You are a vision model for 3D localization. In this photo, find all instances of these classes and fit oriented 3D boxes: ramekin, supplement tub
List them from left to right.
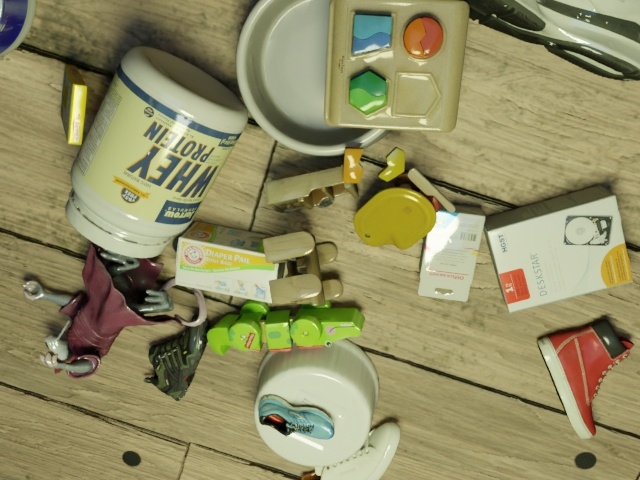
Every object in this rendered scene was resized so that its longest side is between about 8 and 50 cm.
[{"bbox_3d":[-0.304,-0.154,1.067,0.236,0.235,0.324,32,110,-5],"label":"supplement tub"},{"bbox_3d":[-0.013,0.350,1.268,0.278,0.135,0.277,2,110,6],"label":"ramekin"}]

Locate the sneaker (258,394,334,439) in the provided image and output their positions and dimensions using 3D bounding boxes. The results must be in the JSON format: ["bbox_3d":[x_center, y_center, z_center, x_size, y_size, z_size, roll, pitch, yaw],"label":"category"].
[{"bbox_3d":[-0.052,0.370,1.167,0.162,0.073,0.063,17,110,0],"label":"sneaker"}]

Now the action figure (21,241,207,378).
[{"bbox_3d":[-0.467,0.161,1.261,0.276,0.248,0.370,11,134,-43],"label":"action figure"}]

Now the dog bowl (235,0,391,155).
[{"bbox_3d":[0.009,-0.312,1.049,0.349,0.102,0.348,2,110,6],"label":"dog bowl"}]

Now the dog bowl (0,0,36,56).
[{"bbox_3d":[-0.671,-0.463,1.065,0.265,0.104,0.264,2,109,5],"label":"dog bowl"}]

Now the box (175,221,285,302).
[{"bbox_3d":[-0.178,0.042,1.187,0.203,0.114,0.103,11,110,3],"label":"box"}]

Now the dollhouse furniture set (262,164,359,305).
[{"bbox_3d":[0.000,0.000,1.107,0.161,0.212,0.241,-11,81,11],"label":"dollhouse furniture set"}]

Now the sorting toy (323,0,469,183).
[{"bbox_3d":[0.122,-0.243,0.981,0.229,0.041,0.307,3,108,0],"label":"sorting toy"}]

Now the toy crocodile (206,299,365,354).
[{"bbox_3d":[-0.076,0.187,1.229,0.341,0.115,0.105,-5,111,10],"label":"toy crocodile"}]

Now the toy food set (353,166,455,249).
[{"bbox_3d":[0.157,-0.065,1.110,0.128,0.071,0.218,35,138,-13],"label":"toy food set"}]

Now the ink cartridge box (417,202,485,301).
[{"bbox_3d":[0.254,0.022,1.161,0.105,0.061,0.181,8,110,4],"label":"ink cartridge box"}]

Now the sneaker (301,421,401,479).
[{"bbox_3d":[0.060,0.502,1.329,0.123,0.106,0.290,36,111,-9],"label":"sneaker"}]

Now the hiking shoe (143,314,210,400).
[{"bbox_3d":[-0.321,0.252,1.292,0.114,0.086,0.226,22,111,-6],"label":"hiking shoe"}]

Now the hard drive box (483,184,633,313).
[{"bbox_3d":[0.450,0.018,1.126,0.232,0.089,0.181,-17,106,12],"label":"hard drive box"}]

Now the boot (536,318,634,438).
[{"bbox_3d":[0.575,0.288,1.212,0.176,0.088,0.244,-21,102,11],"label":"boot"}]

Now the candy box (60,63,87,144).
[{"bbox_3d":[-0.454,-0.253,1.073,0.027,0.206,0.105,1,114,-28],"label":"candy box"}]

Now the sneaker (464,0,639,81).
[{"bbox_3d":[0.384,-0.461,0.946,0.448,0.169,0.257,21,102,-10],"label":"sneaker"}]
